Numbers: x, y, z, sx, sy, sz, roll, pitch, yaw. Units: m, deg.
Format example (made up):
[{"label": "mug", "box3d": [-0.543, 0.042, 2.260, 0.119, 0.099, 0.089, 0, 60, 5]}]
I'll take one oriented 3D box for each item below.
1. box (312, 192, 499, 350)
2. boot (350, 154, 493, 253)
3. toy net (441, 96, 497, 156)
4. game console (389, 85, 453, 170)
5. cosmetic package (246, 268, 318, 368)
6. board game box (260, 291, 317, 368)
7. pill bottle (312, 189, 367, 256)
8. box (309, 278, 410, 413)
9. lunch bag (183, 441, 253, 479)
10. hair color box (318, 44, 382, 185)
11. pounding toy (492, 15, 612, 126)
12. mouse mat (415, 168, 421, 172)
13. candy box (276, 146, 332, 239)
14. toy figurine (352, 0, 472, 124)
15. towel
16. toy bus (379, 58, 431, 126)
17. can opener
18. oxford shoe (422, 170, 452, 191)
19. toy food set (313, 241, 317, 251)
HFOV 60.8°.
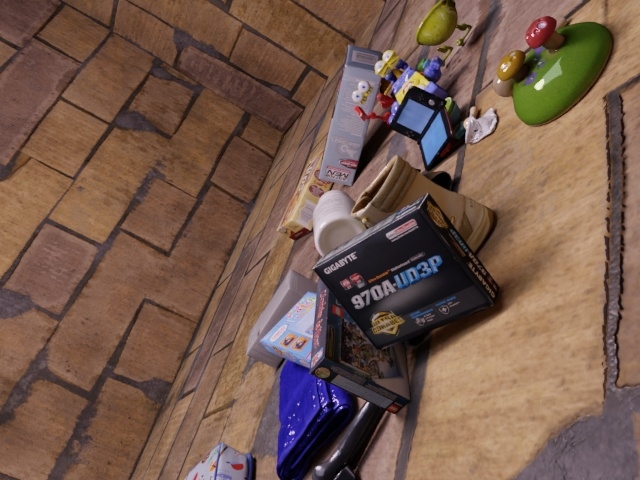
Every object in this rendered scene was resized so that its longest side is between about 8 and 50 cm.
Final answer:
[{"label": "box", "box3d": [0.121, 0.055, 0.810, 0.220, 0.175, 0.051, -31, 10, 39]}, {"label": "boot", "box3d": [0.128, 0.015, 0.885, 0.261, 0.204, 0.095, -58, 15, 14]}, {"label": "toy net", "box3d": [0.283, -0.233, 1.132, 0.122, 0.045, 0.232, -59, 15, 8]}, {"label": "game console", "box3d": [0.214, -0.240, 1.180, 0.144, 0.124, 0.085, 116, 179, -61]}, {"label": "cosmetic package", "box3d": [-0.101, 0.212, 1.482, 0.237, 0.107, 0.127, -60, 12, 16]}, {"label": "board game box", "box3d": [-0.007, 0.182, 1.115, 0.160, 0.039, 0.212, -44, 29, -26]}, {"label": "pill bottle", "box3d": [0.046, -0.046, 1.409, 0.131, 0.131, 0.229, -56, 16, 19]}, {"label": "box", "box3d": [0.066, 0.158, 0.918, 0.044, 0.159, 0.233, -53, 17, 30]}, {"label": "lunch bag", "box3d": [-0.267, 0.637, 1.243, 0.303, 0.115, 0.243, -55, 18, 18]}, {"label": "hair color box", "box3d": [0.090, -0.377, 1.672, 0.185, 0.114, 0.374, -81, 4, -53]}, {"label": "pounding toy", "box3d": [0.354, -0.304, 0.904, 0.183, 0.110, 0.236, -54, 17, 24]}, {"label": "mouse mat", "box3d": [0.165, -0.079, 1.127, 0.152, 0.007, 0.190, -67, -12, 13]}, {"label": "candy box", "box3d": [-0.038, -0.170, 1.992, 0.316, 0.088, 0.183, -66, 15, -19]}, {"label": "toy figurine", "box3d": [0.273, -0.383, 1.367, 0.362, 0.191, 0.217, -46, 50, 25]}, {"label": "towel", "box3d": [-0.029, 0.307, 1.121, 0.227, 0.076, 0.308, -55, 16, 19]}, {"label": "toy bus", "box3d": [0.225, -0.453, 1.607, 0.202, 0.104, 0.190, -29, 35, 63]}, {"label": "can opener", "box3d": [0.048, 0.338, 0.881, 0.186, 0.073, 0.059, -60, -24, -7]}, {"label": "oxford shoe", "box3d": [0.188, -0.044, 1.033, 0.096, 0.083, 0.227, -27, 37, 62]}, {"label": "toy food set", "box3d": [0.000, 0.000, 1.691, 0.077, 0.019, 0.122, -64, 15, -11]}]
